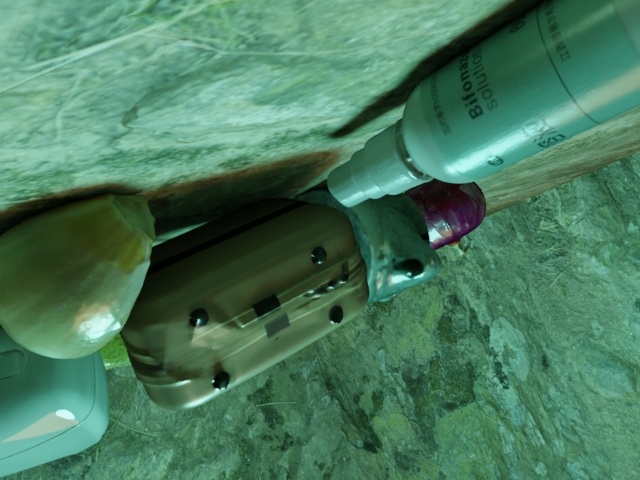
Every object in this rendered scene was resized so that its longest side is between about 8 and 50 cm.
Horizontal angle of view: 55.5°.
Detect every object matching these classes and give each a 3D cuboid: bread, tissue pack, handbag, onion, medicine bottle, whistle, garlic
[{"bbox_3d":[-0.428,0.201,1.293,0.102,0.138,0.196,-36,165,31],"label":"bread"},{"bbox_3d":[-0.554,0.271,1.046,0.333,0.229,0.236,-17,142,-6],"label":"tissue pack"},{"bbox_3d":[-0.120,0.055,0.782,0.302,0.149,0.283,-28,-157,-22],"label":"handbag"},{"bbox_3d":[0.219,-0.048,1.126,0.177,0.153,0.177,-9,164,-3],"label":"onion"},{"bbox_3d":[0.143,-0.114,0.557,0.352,0.110,0.110,-26,170,40],"label":"medicine bottle"},{"bbox_3d":[-0.001,0.039,0.983,0.405,0.188,0.168,-28,169,39],"label":"whistle"},{"bbox_3d":[-0.264,0.039,0.638,0.245,0.145,0.164,-25,-157,50],"label":"garlic"}]
